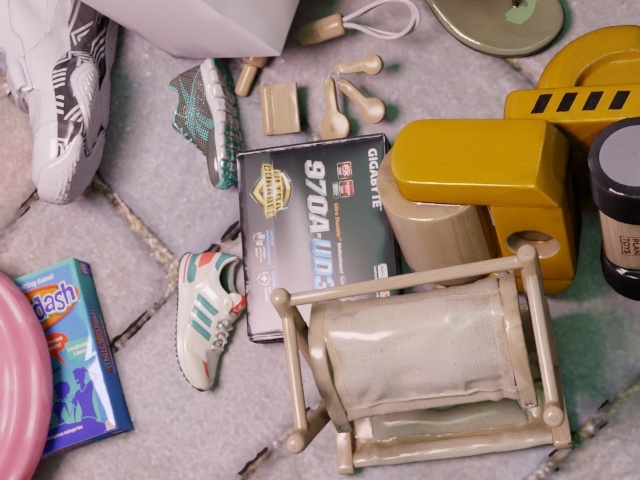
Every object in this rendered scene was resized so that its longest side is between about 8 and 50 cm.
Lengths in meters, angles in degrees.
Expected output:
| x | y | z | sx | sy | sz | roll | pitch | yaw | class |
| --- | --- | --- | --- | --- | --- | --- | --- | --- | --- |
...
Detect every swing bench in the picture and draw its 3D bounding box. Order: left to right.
| x | y | z | sx | sy | sz | roll | pitch | yaw | class |
| --- | --- | --- | --- | --- | --- | --- | --- | --- | --- |
| 0.109 | 0.131 | 1.147 | 0.253 | 0.254 | 0.165 | -9 | 73 | 11 | swing bench |

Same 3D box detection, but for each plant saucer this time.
| x | y | z | sx | sy | sz | roll | pitch | yaw | class |
| --- | --- | --- | --- | --- | --- | --- | --- | --- | --- |
| -0.461 | 0.176 | 1.320 | 0.332 | 0.084 | 0.332 | -3 | 83 | 24 | plant saucer |

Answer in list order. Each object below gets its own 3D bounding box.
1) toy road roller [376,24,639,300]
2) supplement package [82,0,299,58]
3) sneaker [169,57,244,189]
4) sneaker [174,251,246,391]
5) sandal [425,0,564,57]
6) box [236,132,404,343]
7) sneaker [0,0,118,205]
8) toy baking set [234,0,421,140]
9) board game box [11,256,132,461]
| x | y | z | sx | sy | sz | roll | pitch | yaw | class |
| --- | --- | --- | --- | --- | --- | --- | --- | --- | --- |
| 0.240 | -0.086 | 1.188 | 0.329 | 0.202 | 0.240 | 0 | 58 | 19 | toy road roller |
| -0.131 | -0.363 | 1.278 | 0.198 | 0.199 | 0.262 | 8 | 75 | 46 | supplement package |
| -0.137 | -0.132 | 1.356 | 0.076 | 0.065 | 0.166 | -16 | 68 | 18 | sneaker |
| -0.119 | 0.089 | 1.306 | 0.075 | 0.057 | 0.161 | -7 | 75 | 17 | sneaker |
| 0.148 | -0.323 | 1.287 | 0.120 | 0.086 | 0.303 | -43 | 92 | 2 | sandal |
| 0.000 | 0.000 | 1.298 | 0.175 | 0.051 | 0.220 | -6 | 79 | 11 | box |
| -0.355 | -0.221 | 1.360 | 0.210 | 0.137 | 0.366 | 4 | 75 | -1 | sneaker |
| 0.010 | -0.230 | 1.326 | 0.197 | 0.030 | 0.256 | 22 | 101 | 20 | toy baking set |
| -0.325 | 0.145 | 1.348 | 0.160 | 0.047 | 0.210 | -21 | 75 | 9 | board game box |
